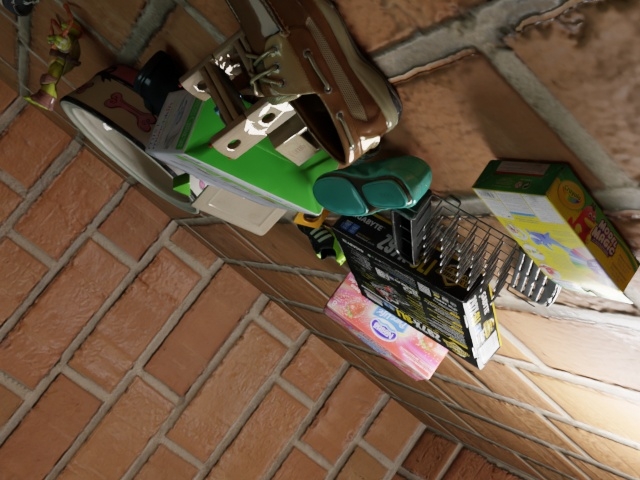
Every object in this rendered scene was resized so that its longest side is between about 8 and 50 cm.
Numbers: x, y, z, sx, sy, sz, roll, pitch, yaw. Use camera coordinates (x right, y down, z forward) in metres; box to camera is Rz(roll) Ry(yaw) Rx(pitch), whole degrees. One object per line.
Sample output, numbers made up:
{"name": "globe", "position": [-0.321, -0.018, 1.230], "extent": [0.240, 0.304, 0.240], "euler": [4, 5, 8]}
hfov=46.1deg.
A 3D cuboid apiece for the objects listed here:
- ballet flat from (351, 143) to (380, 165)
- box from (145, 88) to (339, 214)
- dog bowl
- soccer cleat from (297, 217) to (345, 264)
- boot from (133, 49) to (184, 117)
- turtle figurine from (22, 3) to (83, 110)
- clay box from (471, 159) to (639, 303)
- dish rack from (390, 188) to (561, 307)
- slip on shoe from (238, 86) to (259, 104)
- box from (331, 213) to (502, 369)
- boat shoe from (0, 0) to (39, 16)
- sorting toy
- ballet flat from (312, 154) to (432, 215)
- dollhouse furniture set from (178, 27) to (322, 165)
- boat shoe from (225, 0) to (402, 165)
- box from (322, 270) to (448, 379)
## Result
{"name": "ballet flat", "position": [0.028, -0.182, 1.075], "extent": [0.070, 0.070, 0.188], "euler": [23, 163, 47]}
{"name": "box", "position": [-0.137, -0.150, 1.299], "extent": [0.261, 0.127, 0.231], "euler": [23, 176, -27]}
{"name": "dog bowl", "position": [-0.403, -0.245, 1.778], "extent": [0.408, 0.150, 0.408], "euler": [34, 166, 9]}
{"name": "soccer cleat", "position": [0.000, 0.000, 1.738], "extent": [0.179, 0.072, 0.060], "euler": [26, 163, 40]}
{"name": "boot", "position": [-0.251, -0.250, 1.473], "extent": [0.207, 0.094, 0.246], "euler": [37, 168, 0]}
{"name": "turtle figurine", "position": [-0.570, -0.392, 1.641], "extent": [0.087, 0.217, 0.269], "euler": [23, -178, -29]}
{"name": "clay box", "position": [0.302, -0.009, 0.943], "extent": [0.222, 0.053, 0.127], "euler": [43, 166, -29]}
{"name": "dish rack", "position": [0.244, 0.028, 1.187], "extent": [0.271, 0.074, 0.208], "euler": [32, 167, 19]}
{"name": "slip on shoe", "position": [-0.115, -0.240, 1.259], "extent": [0.051, 0.041, 0.135], "euler": [21, 172, -9]}
{"name": "box", "position": [0.186, 0.087, 1.458], "extent": [0.322, 0.079, 0.257], "euler": [31, 160, 36]}
{"name": "boat shoe", "position": [-0.627, -0.517, 1.578], "extent": [0.065, 0.075, 0.206], "euler": [40, 163, -2]}
{"name": "sorting toy", "position": [-0.140, -0.102, 1.538], "extent": [0.347, 0.196, 0.047], "euler": [24, -140, -33]}
{"name": "ballet flat", "position": [0.085, -0.086, 1.157], "extent": [0.247, 0.087, 0.083], "euler": [2, 124, 58]}
{"name": "dollhouse furniture set", "position": [-0.092, -0.192, 1.119], "extent": [0.129, 0.129, 0.183], "euler": [62, -165, 24]}
{"name": "boat shoe", "position": [-0.027, -0.219, 0.924], "extent": [0.324, 0.120, 0.122], "euler": [43, 165, -27]}
{"name": "box", "position": [0.167, 0.197, 1.833], "extent": [0.300, 0.142, 0.154], "euler": [36, 168, 3]}
